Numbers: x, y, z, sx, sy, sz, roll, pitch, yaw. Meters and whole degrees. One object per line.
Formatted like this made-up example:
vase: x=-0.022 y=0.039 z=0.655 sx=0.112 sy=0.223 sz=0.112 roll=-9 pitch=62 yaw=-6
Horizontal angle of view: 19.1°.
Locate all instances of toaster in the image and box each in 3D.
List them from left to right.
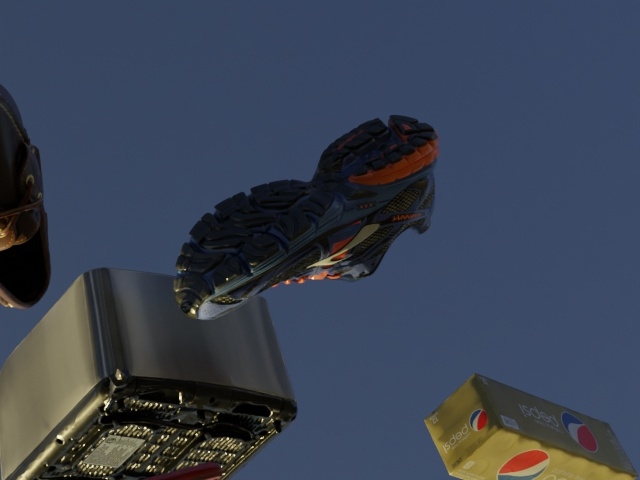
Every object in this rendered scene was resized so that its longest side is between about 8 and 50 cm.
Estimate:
toaster: x=-0.124 y=0.110 z=1.365 sx=0.168 sy=0.110 sz=0.185 roll=11 pitch=-40 yaw=-35

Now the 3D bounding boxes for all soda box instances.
soda box: x=0.169 y=0.165 z=1.514 sx=0.181 sy=0.058 sz=0.061 roll=23 pitch=-59 yaw=-42

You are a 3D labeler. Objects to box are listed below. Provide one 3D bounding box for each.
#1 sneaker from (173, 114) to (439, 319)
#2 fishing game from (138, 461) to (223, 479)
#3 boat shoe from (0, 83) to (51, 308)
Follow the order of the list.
sneaker: x=0.000 y=0.000 z=1.291 sx=0.221 sy=0.083 sz=0.087 roll=-29 pitch=-58 yaw=-24
fishing game: x=-0.099 y=0.227 z=0.791 sx=0.189 sy=0.041 sz=0.264 roll=-7 pitch=-71 yaw=-45
boat shoe: x=-0.183 y=-0.027 z=1.066 sx=0.073 sy=0.073 sz=0.207 roll=-43 pitch=-16 yaw=-18
